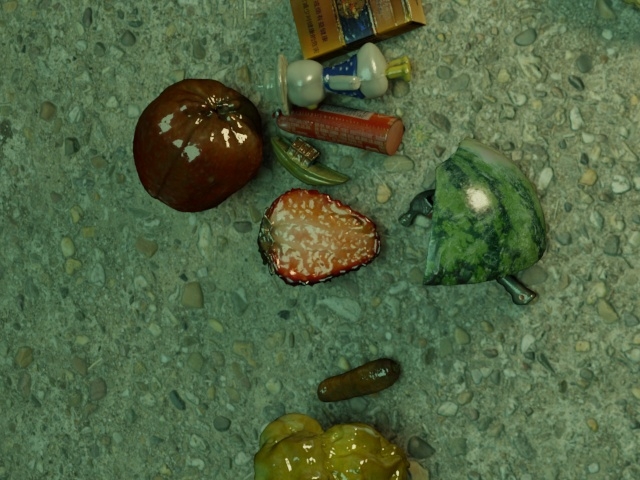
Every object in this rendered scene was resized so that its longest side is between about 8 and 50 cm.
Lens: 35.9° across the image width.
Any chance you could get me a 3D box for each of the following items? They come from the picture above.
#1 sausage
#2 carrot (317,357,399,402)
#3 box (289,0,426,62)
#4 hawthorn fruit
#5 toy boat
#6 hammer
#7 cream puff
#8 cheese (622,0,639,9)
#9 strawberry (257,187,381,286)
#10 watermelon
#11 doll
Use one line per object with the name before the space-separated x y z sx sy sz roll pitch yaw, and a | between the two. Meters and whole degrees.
sausage | 0.023 -0.222 1.879 0.274 0.074 0.074 15 101 26
carrot | 0.070 0.276 1.909 0.186 0.060 0.060 -25 83 29
box | 0.065 -0.439 1.841 0.237 0.070 0.152 -15 87 27
hawthorn fruit | -0.237 -0.181 1.929 0.258 0.258 0.261 27 118 23
toy boat | -0.024 -0.153 1.914 0.172 0.065 0.066 36 120 13
hammer | 0.273 0.014 1.791 0.288 0.033 0.111 45 114 17
cream puff | 0.032 0.455 1.797 0.257 0.324 0.291 -13 59 9
cheese | 0.507 -0.445 1.589 0.167 0.094 0.123 32 107 22
strawberry | 0.000 0.000 1.905 0.237 0.111 0.190 6 87 4
watermelon | 0.271 -0.052 1.697 0.176 0.256 0.260 10 95 58
doll | 0.021 -0.297 1.824 0.293 0.138 0.119 -6 114 8
